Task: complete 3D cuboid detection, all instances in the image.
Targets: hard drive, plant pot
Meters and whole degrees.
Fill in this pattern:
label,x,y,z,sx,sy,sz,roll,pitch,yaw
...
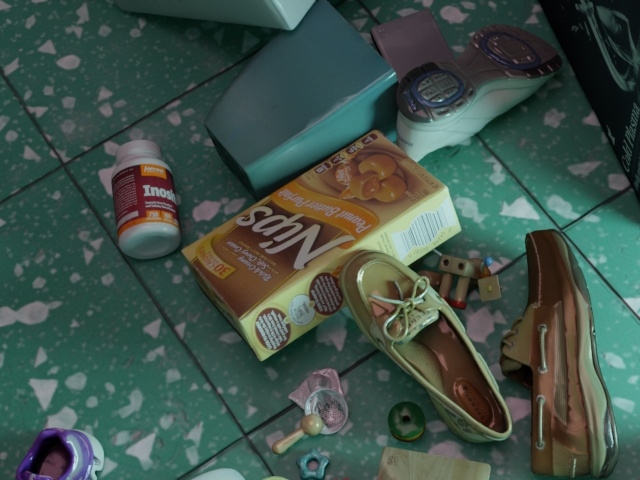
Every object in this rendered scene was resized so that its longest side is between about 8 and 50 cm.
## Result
label,x,y,z,sx,sy,sz,roll,pitch,yaw
hard drive,0.139,-0.266,1.909,0.094,0.022,0.135,-20,62,-5
plant pot,-0.029,-0.172,1.805,0.234,0.165,0.165,-37,65,-7

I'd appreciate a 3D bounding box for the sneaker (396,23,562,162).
label,x,y,z,sx,sy,sz,roll,pitch,yaw
sneaker,0.209,-0.204,1.823,0.297,0.129,0.111,-25,62,-28

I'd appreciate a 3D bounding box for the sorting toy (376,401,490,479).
label,x,y,z,sx,sy,sz,roll,pitch,yaw
sorting toy,0.127,0.334,1.578,0.132,0.046,0.274,8,63,10

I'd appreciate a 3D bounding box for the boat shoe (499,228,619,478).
label,x,y,z,sx,sy,sz,roll,pitch,yaw
boat shoe,0.280,0.138,1.627,0.120,0.122,0.324,-9,61,5

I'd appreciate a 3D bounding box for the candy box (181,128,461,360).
label,x,y,z,sx,sy,sz,roll,pitch,yaw
candy box,0.000,0.000,1.715,0.316,0.087,0.183,-32,40,-12

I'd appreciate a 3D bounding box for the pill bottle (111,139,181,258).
label,x,y,z,sx,sy,sz,roll,pitch,yaw
pill bottle,-0.241,-0.058,1.803,0.086,0.086,0.152,-12,62,0

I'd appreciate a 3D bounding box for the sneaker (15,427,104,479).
label,x,y,z,sx,sy,sz,roll,pitch,yaw
sneaker,-0.344,0.327,1.601,0.095,0.104,0.236,13,65,11

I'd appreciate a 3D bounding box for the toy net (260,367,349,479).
label,x,y,z,sx,sy,sz,roll,pitch,yaw
toy net,-0.005,0.260,1.633,0.122,0.045,0.232,12,64,12

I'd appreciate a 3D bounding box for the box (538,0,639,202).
label,x,y,z,sx,sy,sz,roll,pitch,yaw
box,0.479,-0.351,1.658,0.298,0.480,0.471,-17,62,-2

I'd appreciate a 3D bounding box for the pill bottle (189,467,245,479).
label,x,y,z,sx,sy,sz,roll,pitch,yaw
pill bottle,-0.049,0.453,1.434,0.224,0.224,0.392,-37,64,-13

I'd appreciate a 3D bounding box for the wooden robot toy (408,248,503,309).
label,x,y,z,sx,sy,sz,roll,pitch,yaw
wooden robot toy,0.183,0.048,1.722,0.173,0.079,0.076,16,97,39

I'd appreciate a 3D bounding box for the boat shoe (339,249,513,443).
label,x,y,z,sx,sy,sz,roll,pitch,yaw
boat shoe,0.136,0.125,1.606,0.104,0.089,0.285,-42,92,-11

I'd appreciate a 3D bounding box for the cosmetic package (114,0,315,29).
label,x,y,z,sx,sy,sz,roll,pitch,yaw
cosmetic package,-0.160,-0.530,1.834,0.394,0.327,0.329,16,62,44
